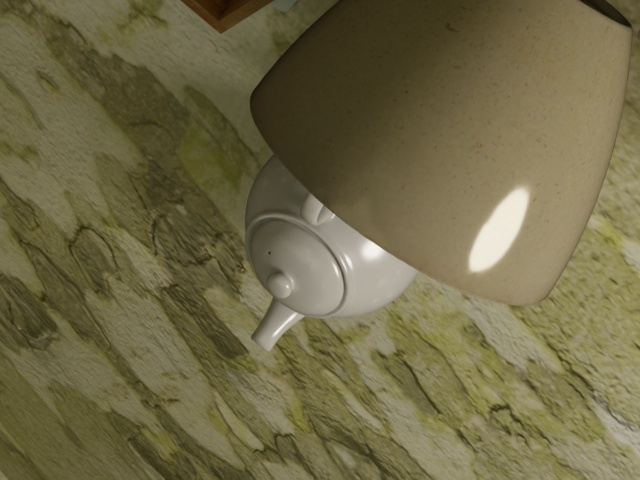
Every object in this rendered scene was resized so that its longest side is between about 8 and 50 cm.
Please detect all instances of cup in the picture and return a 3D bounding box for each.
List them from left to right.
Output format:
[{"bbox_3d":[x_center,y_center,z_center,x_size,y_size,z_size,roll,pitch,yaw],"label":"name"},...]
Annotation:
[{"bbox_3d":[0.136,-0.139,0.984,0.331,0.331,0.237,37,113,9],"label":"cup"}]

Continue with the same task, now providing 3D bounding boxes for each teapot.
[{"bbox_3d":[0.000,0.000,1.339,0.252,0.187,0.256,-2,121,41],"label":"teapot"}]

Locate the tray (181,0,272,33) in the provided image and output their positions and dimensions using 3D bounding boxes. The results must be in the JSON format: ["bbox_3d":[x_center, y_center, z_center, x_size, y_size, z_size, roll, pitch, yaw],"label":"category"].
[{"bbox_3d":[-0.166,-0.370,0.957,0.411,0.076,0.203,37,141,-29],"label":"tray"}]

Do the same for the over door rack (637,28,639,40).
[{"bbox_3d":[0.349,-0.207,0.859,0.239,0.108,0.324,50,160,-8],"label":"over door rack"}]

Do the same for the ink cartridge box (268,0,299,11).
[{"bbox_3d":[-0.116,-0.385,1.020,0.385,0.091,0.308,15,151,-28],"label":"ink cartridge box"}]
